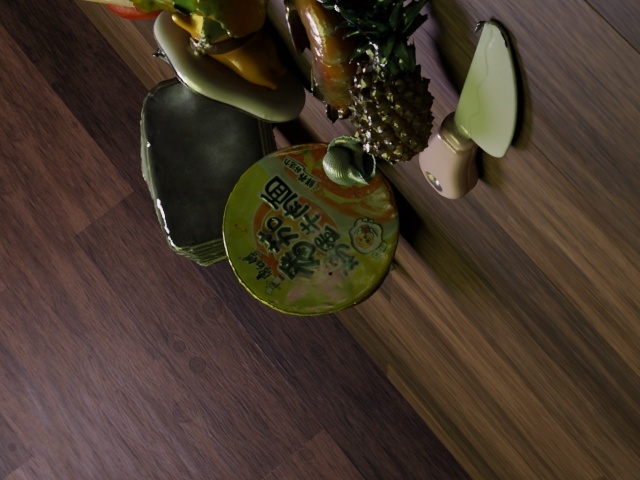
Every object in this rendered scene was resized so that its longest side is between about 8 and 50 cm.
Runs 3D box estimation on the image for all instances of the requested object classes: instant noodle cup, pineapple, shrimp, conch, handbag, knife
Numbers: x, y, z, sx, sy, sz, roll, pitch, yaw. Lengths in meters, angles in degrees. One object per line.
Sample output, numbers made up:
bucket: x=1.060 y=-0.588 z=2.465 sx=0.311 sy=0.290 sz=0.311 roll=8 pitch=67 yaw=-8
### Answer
instant noodle cup: x=0.000 y=0.000 z=1.544 sx=0.264 sy=0.264 sz=0.200 roll=50 pitch=179 yaw=15
pineapple: x=0.057 y=-0.160 z=0.956 sx=0.103 sy=0.083 sz=0.221 roll=37 pitch=153 yaw=38
shrimp: x=0.003 y=-0.220 z=1.186 sx=0.248 sy=0.068 sz=0.150 roll=71 pitch=172 yaw=-54
conch: x=0.047 y=-0.112 z=1.421 sx=0.085 sy=0.076 sz=0.056 roll=24 pitch=-156 yaw=17
handbag: x=-0.171 y=-0.122 z=1.796 sx=0.240 sy=0.247 sz=0.340 roll=32 pitch=-137 yaw=-73
knife: x=0.144 y=-0.106 z=0.961 sx=0.081 sy=0.043 sz=0.336 roll=51 pitch=170 yaw=10

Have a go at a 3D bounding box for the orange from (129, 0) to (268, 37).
orange: x=-0.193 y=-0.348 z=1.128 sx=0.334 sy=0.196 sz=0.262 roll=36 pitch=-168 yaw=-20

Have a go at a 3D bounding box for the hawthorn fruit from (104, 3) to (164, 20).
hawthorn fruit: x=-0.264 y=-0.414 z=1.594 sx=0.203 sy=0.162 sz=0.162 roll=28 pitch=161 yaw=28

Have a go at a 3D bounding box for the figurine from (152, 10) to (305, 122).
figurine: x=-0.108 y=-0.292 z=1.432 sx=0.250 sy=0.166 sz=0.141 roll=29 pitch=136 yaw=-7

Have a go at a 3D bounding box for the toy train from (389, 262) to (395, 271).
toy train: x=0.017 y=-0.003 z=1.969 sx=0.086 sy=0.088 sz=0.407 roll=54 pitch=173 yaw=-22

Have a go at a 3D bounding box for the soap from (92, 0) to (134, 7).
soap: x=-0.350 y=-0.487 z=1.367 sx=0.293 sy=0.156 sz=0.335 roll=14 pitch=156 yaw=24

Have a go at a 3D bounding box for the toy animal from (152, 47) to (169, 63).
toy animal: x=-0.241 y=-0.340 z=2.003 sx=0.176 sy=0.073 sz=0.217 roll=39 pitch=-179 yaw=-18
